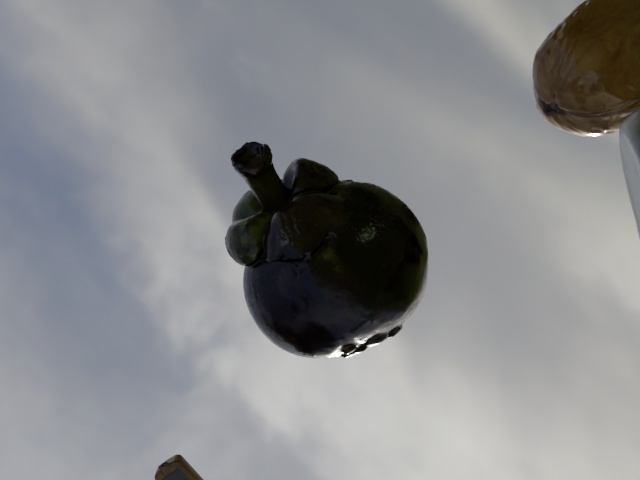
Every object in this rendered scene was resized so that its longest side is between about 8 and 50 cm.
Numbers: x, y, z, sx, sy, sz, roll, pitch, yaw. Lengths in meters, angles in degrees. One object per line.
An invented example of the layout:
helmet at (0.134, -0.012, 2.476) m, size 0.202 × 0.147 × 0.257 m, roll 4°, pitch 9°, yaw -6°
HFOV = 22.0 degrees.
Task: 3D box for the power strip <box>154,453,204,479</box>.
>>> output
power strip at (-0.170, 0.377, 2.352) m, size 0.178 × 0.049 × 0.028 m, roll 51°, pitch -167°, yaw -15°

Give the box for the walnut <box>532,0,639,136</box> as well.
walnut at (0.309, -0.192, 1.753) m, size 0.180 × 0.144 × 0.144 m, roll -32°, pitch -111°, yaw -24°

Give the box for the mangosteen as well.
mangosteen at (0.003, 0.010, 1.379) m, size 0.184 × 0.172 × 0.172 m, roll 51°, pitch -158°, yaw 20°

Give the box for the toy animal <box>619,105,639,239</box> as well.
toy animal at (0.451, -0.063, 1.440) m, size 0.196 × 0.368 × 0.241 m, roll 46°, pitch -138°, yaw -77°
